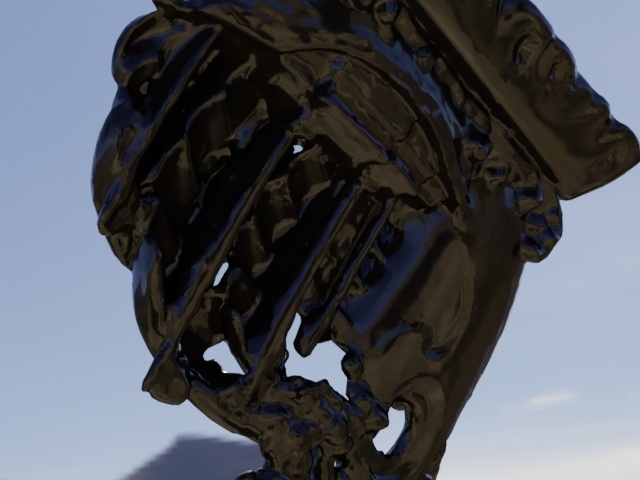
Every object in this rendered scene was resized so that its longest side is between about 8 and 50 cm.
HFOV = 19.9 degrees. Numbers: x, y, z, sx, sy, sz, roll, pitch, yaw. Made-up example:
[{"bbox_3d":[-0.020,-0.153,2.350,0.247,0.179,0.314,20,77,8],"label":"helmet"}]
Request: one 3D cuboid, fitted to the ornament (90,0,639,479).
[{"bbox_3d":[0.000,0.000,0.739,0.106,0.260,0.251,15,-24,46],"label":"ornament"}]
